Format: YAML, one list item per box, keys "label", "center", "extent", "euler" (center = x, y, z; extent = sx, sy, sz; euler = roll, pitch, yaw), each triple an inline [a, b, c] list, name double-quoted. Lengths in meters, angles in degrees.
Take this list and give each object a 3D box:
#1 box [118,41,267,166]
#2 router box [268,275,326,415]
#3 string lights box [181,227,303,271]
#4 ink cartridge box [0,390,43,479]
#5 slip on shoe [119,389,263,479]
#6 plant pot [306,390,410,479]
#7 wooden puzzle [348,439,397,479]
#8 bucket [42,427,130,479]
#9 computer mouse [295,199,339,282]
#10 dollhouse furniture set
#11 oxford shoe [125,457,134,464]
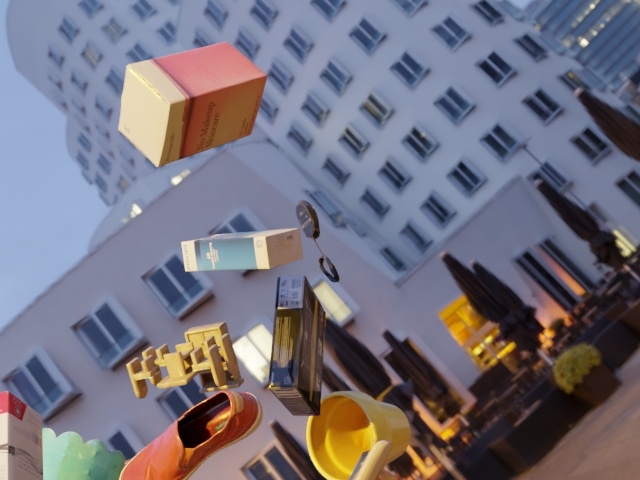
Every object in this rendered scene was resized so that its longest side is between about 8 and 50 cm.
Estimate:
- label: "box"
  center: [-0.234, -0.254, 1.367]
  extent: [0.232, 0.127, 0.148]
  euler: [-28, -28, -40]
- label: "router box"
  center: [-0.056, 0.281, 1.960]
  extent: [0.081, 0.308, 0.243]
  euler: [-4, -31, 13]
- label: "string lights box"
  center: [-0.185, 0.022, 1.738]
  extent: [0.260, 0.076, 0.133]
  euler: [-4, 7, 35]
- label: "ink cartridge box"
  center: [-0.436, 0.303, 1.030]
  extent: [0.063, 0.150, 0.109]
  euler: [-15, -33, -1]
- label: "slip on shoe"
  center: [-0.270, 0.398, 1.462]
  extent: [0.331, 0.123, 0.101]
  euler: [-34, -40, 8]
- label: "plant pot"
  center: [0.128, 0.562, 2.144]
  extent: [0.239, 0.254, 0.254]
  euler: [10, -52, -50]
- label: "wooden puzzle"
  center: [0.061, 0.583, 1.525]
  extent: [0.322, 0.081, 0.348]
  euler: [-58, -9, -20]
- label: "bucket"
  center: [-0.568, 0.552, 1.617]
  extent: [0.281, 0.281, 0.183]
  euler: [120, 165, -49]
- label: "computer mouse"
  center: [0.000, 0.000, 1.960]
  extent: [0.041, 0.242, 0.071]
  euler: [-18, -10, -31]
- label: "dollhouse furniture set"
  center: [-0.289, 0.310, 1.737]
  extent: [0.212, 0.160, 0.242]
  euler: [-12, 9, 18]
- label: "oxford shoe"
  center: [-0.489, 0.653, 2.150]
  extent: [0.272, 0.096, 0.098]
  euler: [-12, 2, 12]
